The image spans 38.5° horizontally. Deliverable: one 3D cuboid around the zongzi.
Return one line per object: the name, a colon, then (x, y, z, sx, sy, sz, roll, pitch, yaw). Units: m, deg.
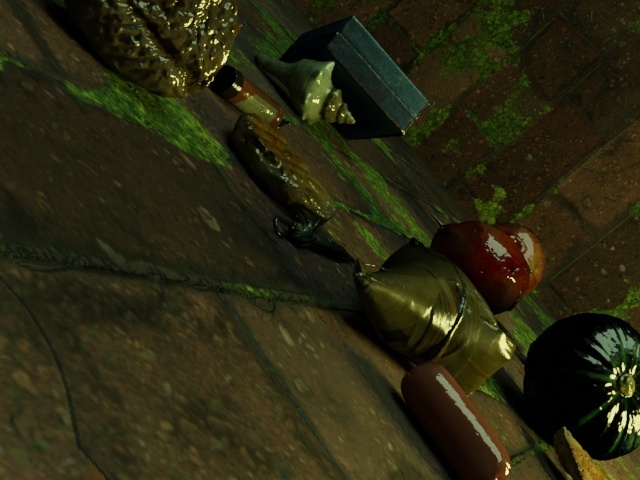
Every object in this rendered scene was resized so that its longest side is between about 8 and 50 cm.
zongzi: (0.092, 0.048, 1.160, 0.289, 0.123, 0.260, 36, 13, -32)

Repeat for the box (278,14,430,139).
box: (0.068, -0.354, 2.041, 0.261, 0.116, 0.279, 46, -14, -20)

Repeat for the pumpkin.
pumpkin: (0.443, 0.249, 1.569, 0.248, 0.248, 0.248, 45, 13, -13)

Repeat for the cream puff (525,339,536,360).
cream puff: (0.487, 0.260, 1.934, 0.122, 0.094, 0.116, 70, -6, -52)

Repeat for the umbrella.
umbrella: (-0.001, -0.005, 1.176, 0.269, 0.044, 0.044, 22, 56, -67)

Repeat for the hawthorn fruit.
hawthorn fruit: (0.273, 0.037, 1.700, 0.235, 0.181, 0.181, 41, 14, -12)

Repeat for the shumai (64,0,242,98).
shumai: (-0.206, -0.267, 1.073, 0.206, 0.166, 0.175, 44, -9, -23)

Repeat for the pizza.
pizza: (0.403, 0.371, 1.386, 0.185, 0.052, 0.195, 25, 29, -44)

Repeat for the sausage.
sausage: (0.145, 0.200, 0.993, 0.154, 0.062, 0.062, 54, 14, 21)

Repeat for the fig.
fig: (0.432, 0.054, 2.184, 0.205, 0.205, 0.205, 45, 13, -13)

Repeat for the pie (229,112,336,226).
pie: (-0.054, -0.100, 1.265, 0.195, 0.046, 0.195, 47, 11, -12)

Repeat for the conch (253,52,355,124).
conch: (-0.012, -0.324, 1.883, 0.137, 0.114, 0.234, -13, 67, -43)

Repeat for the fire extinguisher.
fire extinguisher: (-0.105, -0.215, 1.441, 0.062, 0.050, 0.177, 10, -13, 34)
